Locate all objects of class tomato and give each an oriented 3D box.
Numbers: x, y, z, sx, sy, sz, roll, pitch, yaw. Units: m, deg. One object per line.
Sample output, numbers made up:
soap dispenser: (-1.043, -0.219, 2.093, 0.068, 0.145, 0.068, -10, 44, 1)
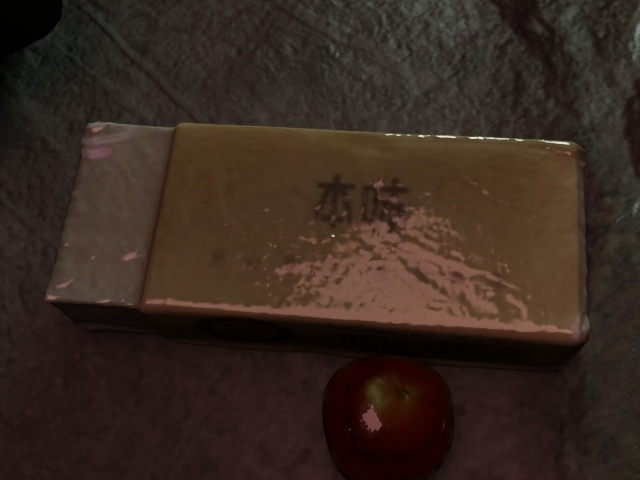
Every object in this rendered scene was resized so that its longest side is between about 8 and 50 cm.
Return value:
tomato: (0.042, 0.111, 0.485, 0.087, 0.075, 0.087, -1, 66, 1)

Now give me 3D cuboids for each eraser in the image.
eraser: (0.000, 0.000, 0.529, 0.343, 0.078, 0.144, 3, 68, 6)

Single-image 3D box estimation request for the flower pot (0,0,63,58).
flower pot: (-0.334, -0.228, 0.541, 0.251, 0.379, 0.379, -19, 67, -25)
